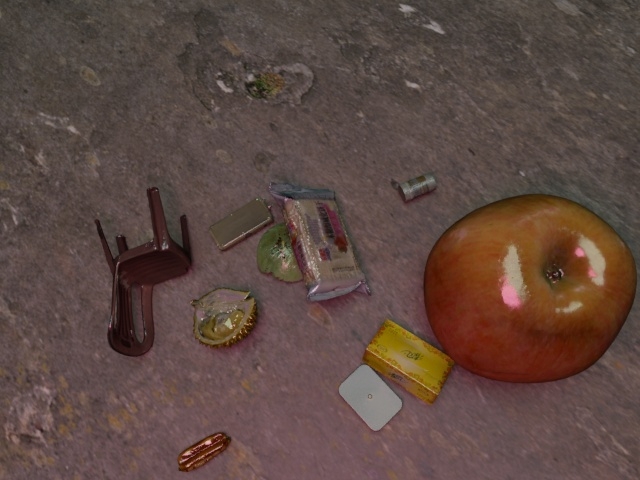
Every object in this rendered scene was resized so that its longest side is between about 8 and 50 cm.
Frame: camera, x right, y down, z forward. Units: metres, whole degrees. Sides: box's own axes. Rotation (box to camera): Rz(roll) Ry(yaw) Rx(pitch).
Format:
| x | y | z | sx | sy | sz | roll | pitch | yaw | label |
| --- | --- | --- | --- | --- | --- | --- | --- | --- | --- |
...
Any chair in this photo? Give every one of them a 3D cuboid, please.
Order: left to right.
| x | y | z | sx | sy | sz | roll | pitch | yaw | label |
| --- | --- | --- | --- | --- | --- | --- | --- | --- | --- |
| -0.394 | 0.076 | 1.248 | 0.183 | 0.176 | 0.327 | -22 | 64 | 4 | chair |

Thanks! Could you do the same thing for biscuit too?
| x | y | z | sx | sy | sz | roll | pitch | yaw | label |
| --- | --- | --- | --- | --- | --- | --- | --- | --- | --- |
| -0.004 | 0.000 | 1.269 | 0.186 | 0.079 | 0.309 | 0 | 63 | -36 | biscuit |

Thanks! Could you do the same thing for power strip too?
| x | y | z | sx | sy | sz | roll | pitch | yaw | label |
| --- | --- | --- | --- | --- | --- | --- | --- | --- | --- |
| -0.190 | -0.044 | 1.358 | 0.168 | 0.028 | 0.076 | -31 | 69 | -6 | power strip |

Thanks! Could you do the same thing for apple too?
| x | y | z | sx | sy | sz | roll | pitch | yaw | label |
| --- | --- | --- | --- | --- | --- | --- | --- | --- | --- |
| 0.407 | 0.092 | 1.089 | 0.391 | 0.346 | 0.392 | 0 | 69 | 1 | apple |

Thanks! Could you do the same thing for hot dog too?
| x | y | z | sx | sy | sz | roll | pitch | yaw | label |
| --- | --- | --- | --- | --- | --- | --- | --- | --- | --- |
| -0.247 | 0.450 | 1.162 | 0.122 | 0.037 | 0.049 | -25 | 57 | -11 | hot dog |

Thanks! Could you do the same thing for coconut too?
| x | y | z | sx | sy | sz | roll | pitch | yaw | label |
| --- | --- | --- | --- | --- | --- | --- | --- | --- | --- |
| -0.094 | 0.028 | 1.308 | 0.133 | 0.055 | 0.158 | -26 | 67 | -8 | coconut |

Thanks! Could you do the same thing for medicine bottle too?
| x | y | z | sx | sy | sz | roll | pitch | yaw | label |
| --- | --- | --- | --- | --- | --- | --- | --- | --- | --- |
| 0.238 | -0.131 | 1.349 | 0.083 | 0.047 | 0.047 | -22 | 68 | -5 | medicine bottle |

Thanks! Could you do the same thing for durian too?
| x | y | z | sx | sy | sz | roll | pitch | yaw | label |
| --- | --- | --- | --- | --- | --- | --- | --- | --- | --- |
| -0.227 | 0.177 | 1.243 | 0.208 | 0.102 | 0.147 | 15 | 66 | 35 | durian |

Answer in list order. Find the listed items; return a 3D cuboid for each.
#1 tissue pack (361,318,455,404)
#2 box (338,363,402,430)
| x | y | z | sx | sy | sz | roll | pitch | yaw | label |
| --- | --- | --- | --- | --- | --- | --- | --- | --- | --- |
| 0.189 | 0.258 | 1.175 | 0.176 | 0.062 | 0.095 | 31 | 54 | 16 | tissue pack |
| 0.107 | 0.339 | 1.179 | 0.091 | 0.031 | 0.126 | -43 | 71 | -12 | box |
